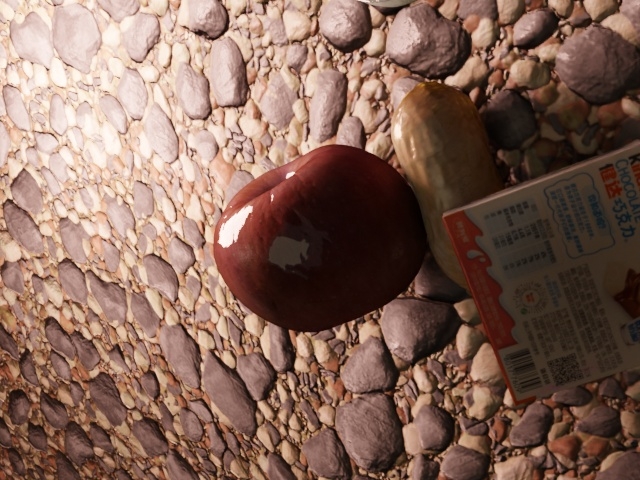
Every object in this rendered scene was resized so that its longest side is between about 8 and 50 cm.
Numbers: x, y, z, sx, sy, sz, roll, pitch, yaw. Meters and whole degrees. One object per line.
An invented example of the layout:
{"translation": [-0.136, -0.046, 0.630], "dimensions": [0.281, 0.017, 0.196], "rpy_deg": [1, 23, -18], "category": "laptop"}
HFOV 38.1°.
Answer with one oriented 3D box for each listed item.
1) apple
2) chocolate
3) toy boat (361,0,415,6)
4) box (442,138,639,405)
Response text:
{"translation": [0.000, 0.000, 1.349], "dimensions": [0.305, 0.306, 0.235], "rpy_deg": [-18, 111, 43], "category": "apple"}
{"translation": [0.187, -0.067, 1.264], "dimensions": [0.134, 0.134, 0.309], "rpy_deg": [-19, 96, 43], "category": "chocolate"}
{"translation": [0.079, -0.387, 1.245], "dimensions": [0.207, 0.078, 0.134], "rpy_deg": [33, 121, 37], "category": "toy boat"}
{"translation": [0.324, 0.044, 1.175], "dimensions": [0.264, 0.048, 0.273], "rpy_deg": [-20, 98, 12], "category": "box"}
